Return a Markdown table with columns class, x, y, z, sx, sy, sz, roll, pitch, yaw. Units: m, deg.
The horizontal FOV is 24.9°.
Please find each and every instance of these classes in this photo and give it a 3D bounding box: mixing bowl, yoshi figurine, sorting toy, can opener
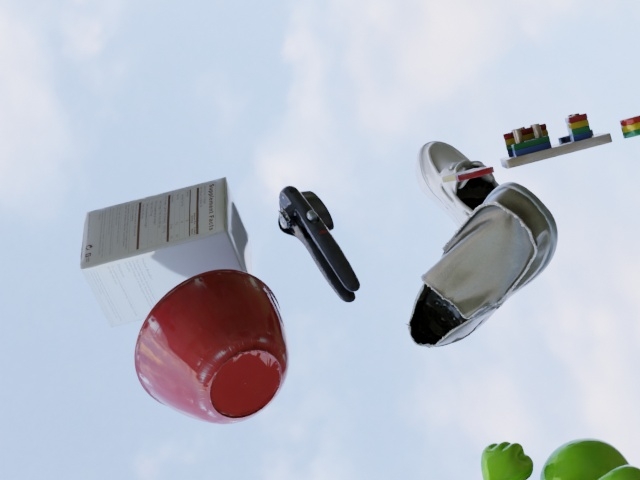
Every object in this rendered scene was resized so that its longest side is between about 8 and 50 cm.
| class | x | y | z | sx | sy | sz | roll | pitch | yaw |
| --- | --- | --- | --- | --- | --- | --- | --- | --- | --- |
| mixing bowl | -0.103 | 0.134 | 1.589 | 0.181 | 0.181 | 0.098 | 7 | -157 | -34 |
| yoshi figurine | 0.228 | 0.342 | 1.671 | 0.203 | 0.362 | 0.203 | 37 | -149 | -49 |
| sorting toy | 0.284 | -0.127 | 1.841 | 0.132 | 0.274 | 0.046 | -42 | -63 | -84 |
| can opener | 0.000 | 0.000 | 1.870 | 0.073 | 0.059 | 0.186 | -20 | -125 | -17 |

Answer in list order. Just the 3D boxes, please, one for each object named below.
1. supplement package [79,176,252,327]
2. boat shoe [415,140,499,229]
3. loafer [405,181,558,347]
| class | x | y | z | sx | sy | sz | roll | pitch | yaw |
| --- | --- | --- | --- | --- | --- | --- | --- | --- | --- |
| supplement package | -0.180 | 0.014 | 1.713 | 0.105 | 0.179 | 0.105 | -95 | -11 | -50 |
| boat shoe | 0.213 | -0.070 | 2.021 | 0.095 | 0.084 | 0.258 | -16 | -133 | -22 |
| loafer | 0.162 | 0.039 | 1.497 | 0.094 | 0.251 | 0.087 | 41 | -130 | 13 |
